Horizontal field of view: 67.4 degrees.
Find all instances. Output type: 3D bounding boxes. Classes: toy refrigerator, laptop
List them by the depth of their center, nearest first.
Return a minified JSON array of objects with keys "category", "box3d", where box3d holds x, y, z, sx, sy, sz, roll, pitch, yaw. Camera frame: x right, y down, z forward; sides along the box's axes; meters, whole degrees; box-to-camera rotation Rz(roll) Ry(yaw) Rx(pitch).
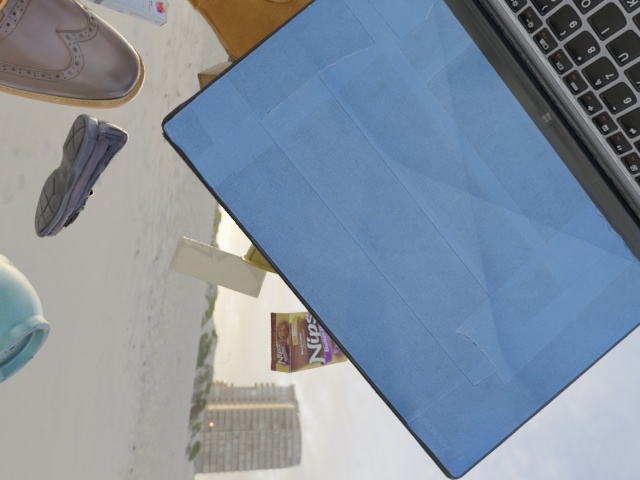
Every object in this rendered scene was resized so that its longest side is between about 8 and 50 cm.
[{"category":"laptop","box3d":[0.163,-0.070,0.293,0.236,0.382,0.408,-44,-173,-36]},{"category":"toy refrigerator","box3d":[-0.297,0.081,1.426,0.094,0.269,0.102,151,-43,-81]}]

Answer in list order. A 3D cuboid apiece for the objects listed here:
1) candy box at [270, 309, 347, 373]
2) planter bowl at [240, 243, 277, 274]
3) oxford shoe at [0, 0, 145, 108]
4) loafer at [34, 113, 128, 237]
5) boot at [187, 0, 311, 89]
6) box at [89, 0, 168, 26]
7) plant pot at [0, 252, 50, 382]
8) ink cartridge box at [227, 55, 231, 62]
[{"category":"candy box","box3d":[-0.018,0.190,0.935,0.053,0.186,0.109,-5,-97,38]},{"category":"planter bowl","box3d":[0.000,0.000,0.691,0.217,0.217,0.091,-153,-106,-70]},{"category":"oxford shoe","box3d":[-0.332,-0.229,0.437,0.132,0.363,0.130,13,-96,55]},{"category":"loafer","box3d":[-0.487,-0.114,0.974,0.302,0.095,0.109,-50,-125,26]},{"category":"boot","box3d":[-0.046,-0.250,0.486,0.104,0.211,0.295,-59,151,-42]},{"category":"box","box3d":[-0.397,-0.534,0.958,0.038,0.186,0.145,2,-89,47]},{"category":"plant pot","box3d":[-0.746,0.198,1.071,0.293,0.196,0.293,-55,180,-1]},{"category":"ink cartridge box","box3d":[-0.077,-0.550,1.133,0.270,0.151,0.395,-61,-176,-27]}]
